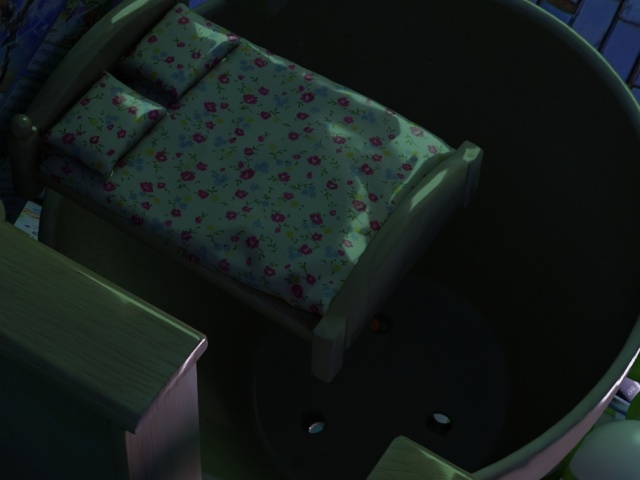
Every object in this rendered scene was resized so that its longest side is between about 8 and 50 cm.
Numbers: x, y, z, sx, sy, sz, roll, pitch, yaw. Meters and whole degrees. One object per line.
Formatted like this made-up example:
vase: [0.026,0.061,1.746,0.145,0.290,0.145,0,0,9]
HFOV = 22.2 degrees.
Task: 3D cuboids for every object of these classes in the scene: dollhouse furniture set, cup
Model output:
dollhouse furniture set: [-0.007,-0.025,0.733,0.303,0.355,0.174,29,-31,16]
cup: [0.026,0.044,0.944,0.331,0.331,0.237,28,-24,21]

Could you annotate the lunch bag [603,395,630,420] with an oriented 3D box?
lunch bag: [0.341,0.226,1.718,0.219,0.090,0.176,30,7,42]

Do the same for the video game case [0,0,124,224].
video game case: [-0.197,-0.049,0.796,0.061,0.244,0.269,35,5,6]

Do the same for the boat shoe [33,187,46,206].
boat shoe: [-0.183,-0.009,1.514,0.320,0.103,0.118,37,-8,40]

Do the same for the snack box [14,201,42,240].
snack box: [-0.208,0.016,1.140,0.207,0.070,0.174,30,5,16]

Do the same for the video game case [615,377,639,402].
video game case: [0.211,0.046,1.708,0.274,0.026,0.196,50,-7,-22]

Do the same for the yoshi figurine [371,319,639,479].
yoshi figurine: [0.216,0.141,1.392,0.362,0.203,0.203,31,-1,16]
